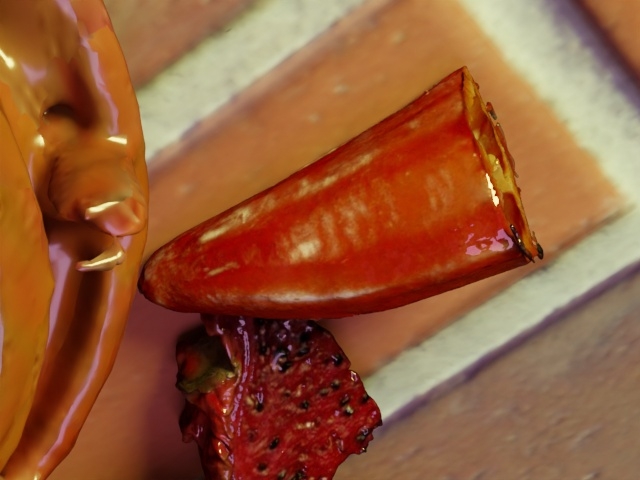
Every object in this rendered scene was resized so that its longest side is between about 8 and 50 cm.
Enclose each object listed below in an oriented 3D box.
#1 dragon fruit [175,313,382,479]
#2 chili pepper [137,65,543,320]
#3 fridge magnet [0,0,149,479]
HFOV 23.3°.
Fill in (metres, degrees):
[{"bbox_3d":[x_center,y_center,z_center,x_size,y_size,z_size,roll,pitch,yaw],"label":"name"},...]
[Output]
[{"bbox_3d":[-0.040,0.073,0.726,0.097,0.063,0.131,-43,130,-14],"label":"dragon fruit"},{"bbox_3d":[-0.002,-0.004,0.642,0.169,0.088,0.065,-19,151,16],"label":"chili pepper"},{"bbox_3d":[-0.230,0.004,0.488,0.363,0.155,0.364,-8,117,-17],"label":"fridge magnet"}]
